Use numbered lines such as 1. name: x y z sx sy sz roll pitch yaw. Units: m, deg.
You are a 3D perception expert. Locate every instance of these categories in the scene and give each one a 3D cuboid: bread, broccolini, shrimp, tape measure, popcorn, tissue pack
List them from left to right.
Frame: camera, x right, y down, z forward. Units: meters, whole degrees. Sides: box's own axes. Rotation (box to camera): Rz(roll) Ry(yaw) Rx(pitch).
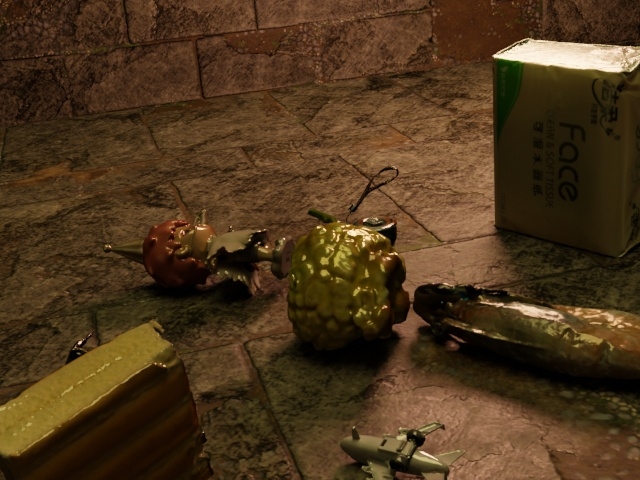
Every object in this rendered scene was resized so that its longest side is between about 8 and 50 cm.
1. bread: -0.257 0.256 1.041 0.246 0.239 0.111 -33 40 -32
2. broccolini: -0.001 -0.004 1.869 0.123 0.062 0.271 4 25 -20
3. popcorn: 0.054 0.089 1.471 0.237 0.205 0.251 -4 29 -38
4. tape measure: 0.127 -0.074 1.884 0.104 0.179 0.107 3 17 -26
5. shrimp: 0.365 0.138 1.418 0.446 0.109 0.221 11 21 26
6. tissue pack: 0.537 -0.204 1.809 0.205 0.404 0.332 -28 32 -37

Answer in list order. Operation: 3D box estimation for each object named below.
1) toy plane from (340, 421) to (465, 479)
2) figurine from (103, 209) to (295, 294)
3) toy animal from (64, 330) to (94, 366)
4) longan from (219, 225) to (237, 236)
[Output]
1. toy plane: 0.101 0.290 1.145 0.171 0.065 0.162 14 39 27
2. figurine: -0.248 0.019 1.733 0.387 0.166 0.207 5 7 15
3. toy animal: -0.394 0.219 1.355 0.062 0.107 0.220 1 25 -1
4. longan: -0.195 0.006 1.859 0.075 0.083 0.075 -3 -16 -1
